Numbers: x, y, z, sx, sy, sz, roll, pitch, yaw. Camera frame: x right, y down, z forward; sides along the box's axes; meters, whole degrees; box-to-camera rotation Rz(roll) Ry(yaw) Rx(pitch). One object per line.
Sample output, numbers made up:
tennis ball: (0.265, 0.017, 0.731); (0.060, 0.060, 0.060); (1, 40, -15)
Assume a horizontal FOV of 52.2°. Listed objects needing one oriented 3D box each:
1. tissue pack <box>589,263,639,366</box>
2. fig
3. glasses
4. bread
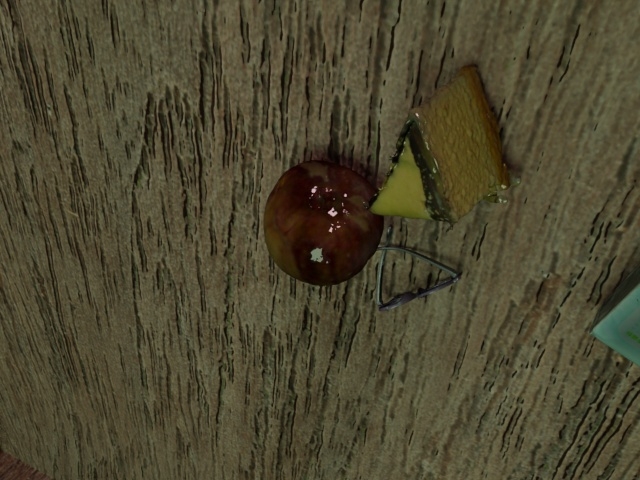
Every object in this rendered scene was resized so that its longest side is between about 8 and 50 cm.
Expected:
tissue pack: (0.447, 0.114, 0.685); (0.263, 0.089, 0.177); (35, 136, 13)
fig: (-0.012, -0.001, 0.851); (0.230, 0.143, 0.160); (-48, 52, 55)
glasses: (0.109, 0.031, 0.880); (0.140, 0.063, 0.103); (-29, 86, 42)
bread: (0.124, -0.097, 0.693); (0.127, 0.147, 0.152); (11, 124, 38)
